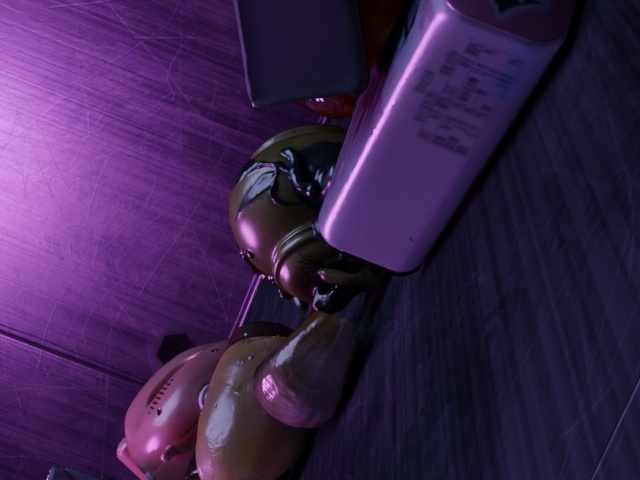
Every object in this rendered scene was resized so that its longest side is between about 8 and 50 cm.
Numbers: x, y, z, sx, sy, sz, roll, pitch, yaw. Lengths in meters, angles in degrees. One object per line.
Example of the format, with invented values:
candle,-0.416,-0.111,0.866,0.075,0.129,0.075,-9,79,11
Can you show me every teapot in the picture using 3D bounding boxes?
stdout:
teapot,0.000,0.000,1.814,0.269,0.173,0.183,102,160,-50

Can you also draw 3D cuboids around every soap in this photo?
soap,-0.024,-0.267,1.486,0.285,0.107,0.296,-86,-13,-81

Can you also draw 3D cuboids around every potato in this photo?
potato,-0.064,0.178,1.892,0.118,0.109,0.178,-9,58,54

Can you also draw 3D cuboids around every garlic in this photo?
garlic,-0.013,0.129,1.762,0.101,0.087,0.195,-56,-2,-13

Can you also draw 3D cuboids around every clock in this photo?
clock,-0.161,0.218,2.426,0.227,0.142,0.241,-47,1,-17

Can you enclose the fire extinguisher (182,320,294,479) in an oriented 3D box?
fire extinguisher,-0.088,0.253,2.006,0.344,0.102,0.138,-74,-17,-44

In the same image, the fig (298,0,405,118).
fig,0.042,-0.268,2.126,0.263,0.224,0.224,-63,3,-14

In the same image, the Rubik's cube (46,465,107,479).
Rubik's cube,-0.158,0.352,1.453,0.225,0.231,0.221,118,172,-48

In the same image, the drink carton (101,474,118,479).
drink carton,-0.221,0.394,2.369,0.185,0.189,0.191,-64,4,-17

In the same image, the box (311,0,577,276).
box,0.098,-0.134,1.439,0.370,0.112,0.190,119,172,-58
